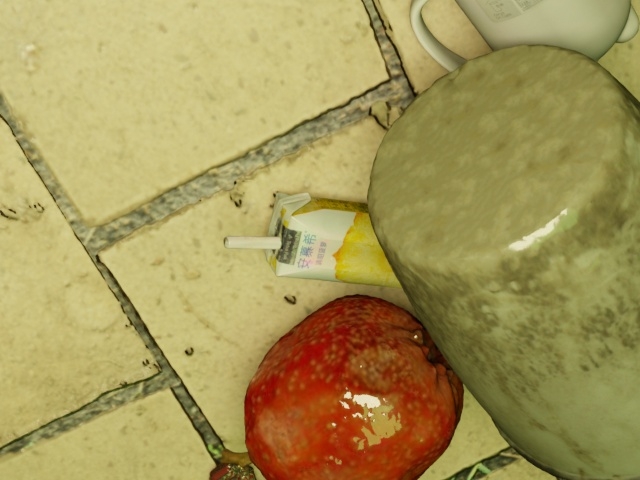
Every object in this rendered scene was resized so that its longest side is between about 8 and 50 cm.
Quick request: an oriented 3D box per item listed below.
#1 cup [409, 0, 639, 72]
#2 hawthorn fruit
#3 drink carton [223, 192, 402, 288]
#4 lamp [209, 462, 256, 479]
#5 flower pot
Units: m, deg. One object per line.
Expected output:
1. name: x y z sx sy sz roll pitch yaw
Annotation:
1. cup: 0.181 -0.198 0.906 0.173 0.134 0.142 -39 123 6
2. hawthorn fruit: 0.013 0.171 1.034 0.253 0.205 0.205 -34 122 16
3. drink carton: 0.000 0.000 0.998 0.200 0.074 0.084 7 114 -19
4. lamp: -0.089 0.275 1.153 0.063 0.031 0.083 -41 118 6
5. flower pot: 0.206 0.019 0.909 0.294 0.293 0.330 -40 132 8
